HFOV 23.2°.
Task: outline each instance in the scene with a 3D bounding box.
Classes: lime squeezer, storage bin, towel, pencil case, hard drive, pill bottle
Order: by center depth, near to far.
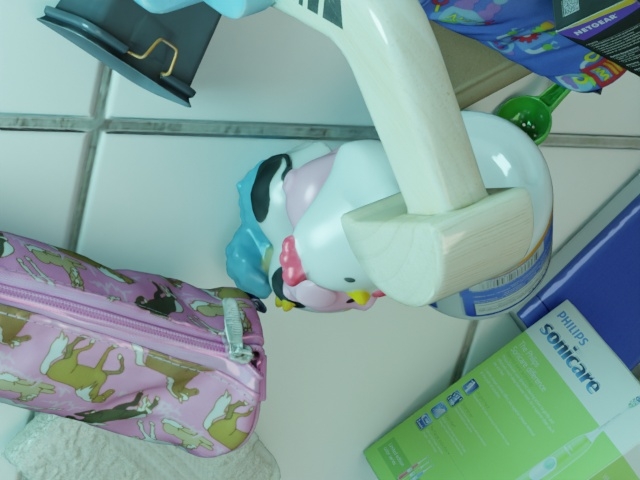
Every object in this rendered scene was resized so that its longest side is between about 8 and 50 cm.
[{"bbox_3d":[-0.143,-0.180,1.259,0.135,0.098,0.091,30,86,-42],"label":"storage bin"},{"bbox_3d":[-0.225,0.068,1.269,0.386,0.160,0.167,19,116,-33],"label":"pencil case"},{"bbox_3d":[0.163,-0.219,1.369,0.306,0.133,0.119,13,67,-43],"label":"pencil case"},{"bbox_3d":[0.142,-0.010,1.457,0.152,0.152,0.272,-45,165,-4],"label":"pill bottle"},{"bbox_3d":[-0.160,0.218,1.507,0.187,0.049,0.282,-43,132,-7],"label":"towel"},{"bbox_3d":[0.183,-0.121,1.514,0.310,0.059,0.110,-23,162,-33],"label":"lime squeezer"},{"bbox_3d":[0.370,0.028,1.771,0.318,0.040,0.210,-43,132,-6],"label":"hard drive"}]

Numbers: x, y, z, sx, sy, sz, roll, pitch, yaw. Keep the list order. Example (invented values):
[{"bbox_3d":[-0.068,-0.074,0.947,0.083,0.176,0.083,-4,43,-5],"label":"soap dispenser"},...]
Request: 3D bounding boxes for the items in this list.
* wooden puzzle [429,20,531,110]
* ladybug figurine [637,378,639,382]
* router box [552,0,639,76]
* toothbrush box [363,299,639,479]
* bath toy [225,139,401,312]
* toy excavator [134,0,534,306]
[{"bbox_3d":[0.167,-0.245,1.470,0.221,0.044,0.239,-28,134,-19],"label":"wooden puzzle"},{"bbox_3d":[0.403,0.321,1.886,0.449,0.162,0.305,-35,131,-13],"label":"ladybug figurine"},{"bbox_3d":[0.300,-0.292,1.382,0.243,0.081,0.309,19,61,-40],"label":"router box"},{"bbox_3d":[0.220,0.234,1.646,0.283,0.206,0.122,-38,132,3],"label":"toothbrush box"},{"bbox_3d":[0.000,0.000,1.294,0.129,0.348,0.151,-37,98,-11],"label":"bath toy"},{"bbox_3d":[-0.028,-0.218,1.071,0.222,0.445,0.433,-21,126,-23],"label":"toy excavator"}]
